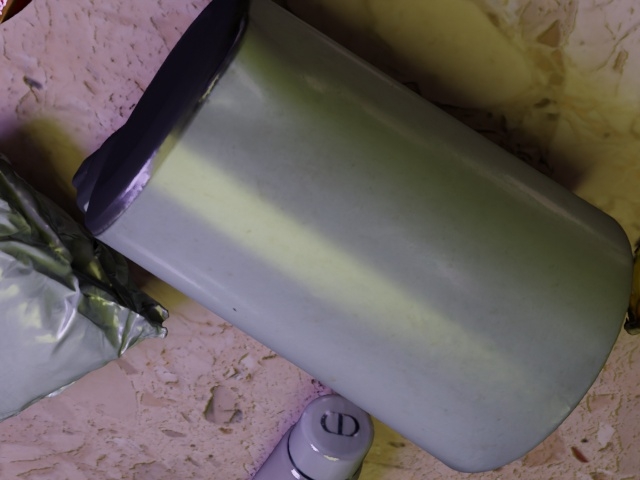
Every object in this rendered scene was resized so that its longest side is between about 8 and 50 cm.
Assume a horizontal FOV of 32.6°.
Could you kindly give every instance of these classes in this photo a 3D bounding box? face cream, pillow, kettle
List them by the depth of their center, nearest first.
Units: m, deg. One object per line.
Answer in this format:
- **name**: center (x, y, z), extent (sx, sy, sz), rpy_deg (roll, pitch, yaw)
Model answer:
- **kettle**: center (0.000, 0.000, 0.914), extent (0.376, 0.250, 0.361), rpy_deg (32, 156, -18)
- **pillow**: center (-0.330, 0.050, 1.028), extent (0.310, 0.138, 0.283), rpy_deg (-25, 124, 29)
- **face cream**: center (-0.020, 0.279, 1.249), extent (0.143, 0.089, 0.314), rpy_deg (15, 143, -7)

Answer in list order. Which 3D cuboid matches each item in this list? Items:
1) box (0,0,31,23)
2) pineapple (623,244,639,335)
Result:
- **box**: center (-0.282, -0.313, 0.701), extent (0.313, 0.089, 0.197), rpy_deg (36, 126, -11)
- **pineapple**: center (0.389, 0.017, 0.904), extent (0.161, 0.158, 0.334), rpy_deg (20, 130, -12)
